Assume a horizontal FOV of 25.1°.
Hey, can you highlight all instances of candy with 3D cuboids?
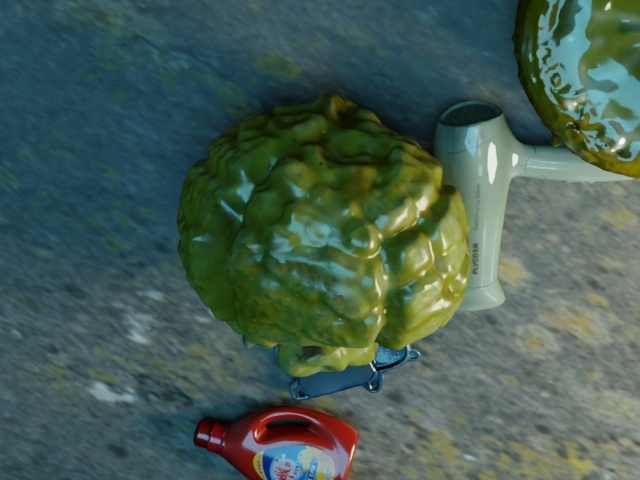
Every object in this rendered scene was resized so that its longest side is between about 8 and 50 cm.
[{"bbox_3d":[0.296,-0.181,1.264,0.260,0.118,0.260,0,100,-1],"label":"candy"}]

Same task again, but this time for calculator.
[{"bbox_3d":[0.027,0.116,1.457,0.141,0.019,0.094,-16,108,10],"label":"calculator"}]

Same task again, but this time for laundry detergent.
[{"bbox_3d":[-0.048,0.212,1.484,0.165,0.049,0.097,15,104,2],"label":"laundry detergent"}]

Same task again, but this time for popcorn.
[{"bbox_3d":[0.000,0.000,1.306,0.270,0.224,0.258,-26,106,35],"label":"popcorn"}]

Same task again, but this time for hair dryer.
[{"bbox_3d":[0.226,-0.036,1.367,0.237,0.075,0.206,-6,117,0],"label":"hair dryer"}]
